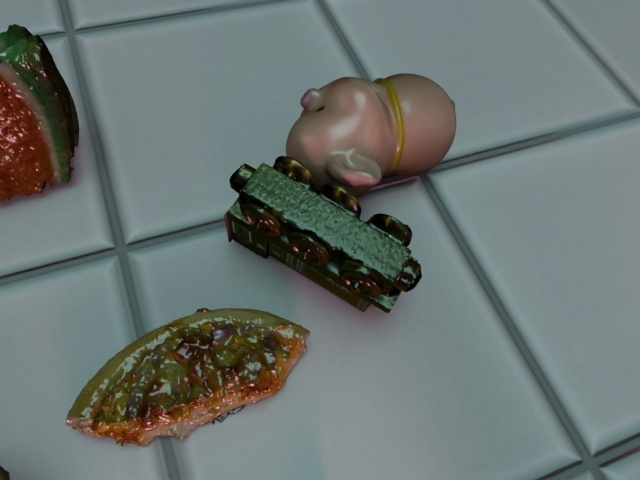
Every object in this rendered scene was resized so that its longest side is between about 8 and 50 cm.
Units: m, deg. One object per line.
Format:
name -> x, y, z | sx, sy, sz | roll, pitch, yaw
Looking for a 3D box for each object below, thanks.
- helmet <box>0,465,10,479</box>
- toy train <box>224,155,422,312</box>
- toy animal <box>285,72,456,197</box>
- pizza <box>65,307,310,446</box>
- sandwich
helmet -> -0.336, 0.259, 0.414 | 0.224, 0.130, 0.198 | -14, 62, -23
toy train -> 0.000, 0.000, 0.607 | 0.225, 0.137, 0.090 | 32, 67, 8
toy animal -> 0.066, -0.134, 0.688 | 0.248, 0.165, 0.149 | -30, 85, -29
pizza -> -0.127, 0.128, 0.558 | 0.246, 0.058, 0.127 | -9, 60, -9
sandwich -> -0.363, -0.142, 0.629 | 0.159, 0.185, 0.109 | -21, 55, -21
